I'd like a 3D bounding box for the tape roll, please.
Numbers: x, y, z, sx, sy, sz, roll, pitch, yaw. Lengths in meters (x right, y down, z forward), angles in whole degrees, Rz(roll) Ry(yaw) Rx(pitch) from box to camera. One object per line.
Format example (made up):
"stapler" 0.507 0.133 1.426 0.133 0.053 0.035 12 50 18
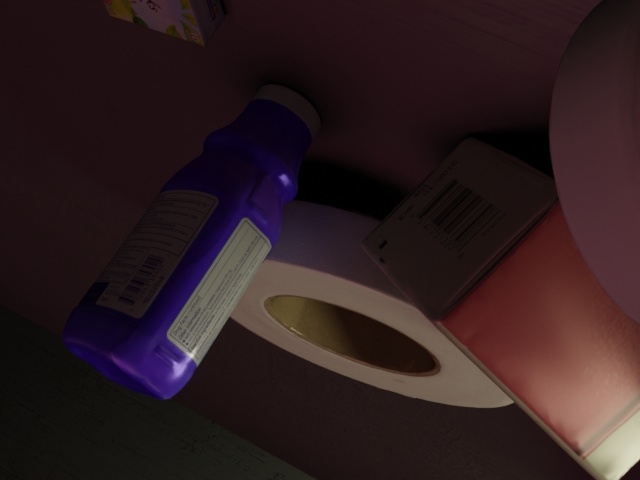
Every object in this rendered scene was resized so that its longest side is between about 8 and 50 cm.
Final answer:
"tape roll" 0.045 0.081 0.900 0.392 0.072 0.392 19 160 7

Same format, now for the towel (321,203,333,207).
"towel" 0.000 0.000 0.911 0.110 0.027 0.148 43 155 -25

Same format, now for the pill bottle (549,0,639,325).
"pill bottle" 0.261 -0.064 0.191 0.229 0.229 0.408 38 157 -17

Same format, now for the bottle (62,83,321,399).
"bottle" -0.095 -0.008 0.676 0.118 0.282 0.092 2 144 48

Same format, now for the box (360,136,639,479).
"box" 0.167 0.053 0.623 0.232 0.127 0.148 43 -177 -28

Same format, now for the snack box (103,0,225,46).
"snack box" -0.136 -0.220 0.610 0.100 0.037 0.141 21 156 20
